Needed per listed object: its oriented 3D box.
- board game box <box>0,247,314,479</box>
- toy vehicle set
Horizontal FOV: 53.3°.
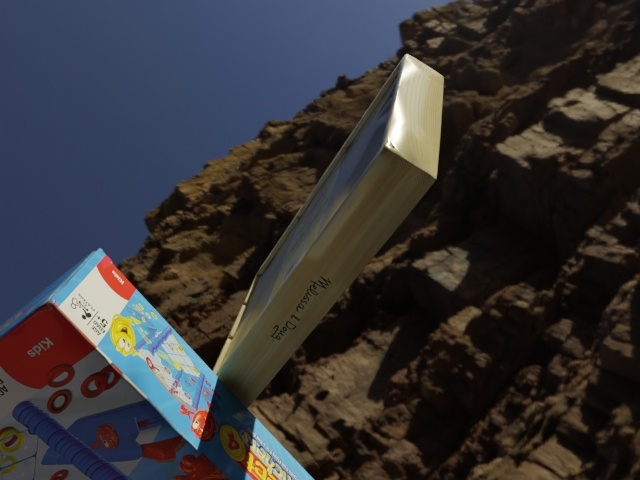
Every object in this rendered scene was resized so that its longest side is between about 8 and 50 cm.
[{"bbox_3d":[-0.182,0.217,0.470,0.308,0.086,0.302,-36,-75,12],"label":"board game box"},{"bbox_3d":[0.000,0.000,0.489,0.035,0.166,0.267,31,-54,-8],"label":"toy vehicle set"}]
